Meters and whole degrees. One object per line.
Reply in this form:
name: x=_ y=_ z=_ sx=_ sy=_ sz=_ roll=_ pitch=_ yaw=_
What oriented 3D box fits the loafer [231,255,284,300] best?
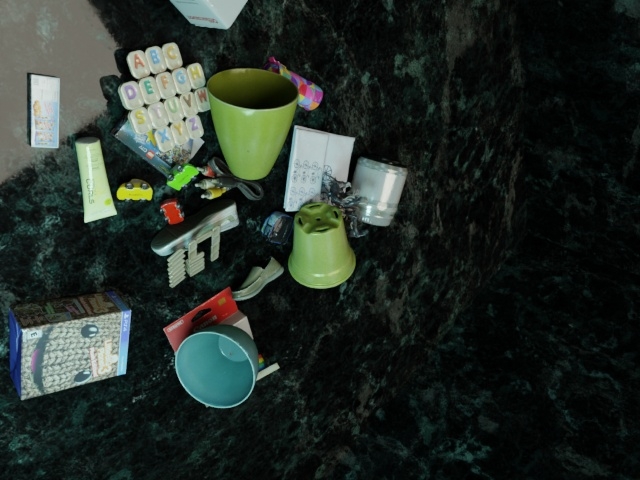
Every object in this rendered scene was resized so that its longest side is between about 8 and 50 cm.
loafer: x=-0.256 y=0.146 z=1.894 sx=0.251 sy=0.094 sz=0.087 roll=-38 pitch=110 yaw=-37

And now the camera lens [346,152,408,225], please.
camera lens: x=0.238 y=-0.222 z=2.078 sx=0.220 sy=0.219 sz=0.274 roll=-1 pitch=111 yaw=-45

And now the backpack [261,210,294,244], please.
backpack: x=-0.166 y=-0.055 z=1.864 sx=0.105 sy=0.084 sz=0.114 roll=15 pitch=105 yaw=-49

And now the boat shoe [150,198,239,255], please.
boat shoe: x=-0.407 y=-0.030 z=1.616 sx=0.320 sy=0.118 sz=0.103 roll=-37 pitch=129 yaw=-35

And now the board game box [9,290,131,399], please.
board game box: x=-0.739 y=0.300 z=1.438 sx=0.291 sy=0.141 sz=0.231 roll=-7 pitch=116 yaw=-43

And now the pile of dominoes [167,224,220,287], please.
pile of dominoes: x=-0.424 y=0.047 z=1.597 sx=0.196 sy=0.040 sz=0.251 roll=-34 pitch=164 yaw=-27

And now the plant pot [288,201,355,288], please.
plant pot: x=0.000 y=0.000 z=1.886 sx=0.276 sy=0.276 sz=0.253 roll=-35 pitch=143 yaw=-27

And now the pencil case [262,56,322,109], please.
pencil case: x=-0.098 y=-0.532 z=1.668 sx=0.236 sy=0.104 sz=0.104 roll=15 pitch=100 yaw=-49

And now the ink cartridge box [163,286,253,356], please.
ink cartridge box: x=-0.417 y=0.360 z=1.853 sx=0.296 sy=0.066 sz=0.261 roll=-33 pitch=132 yaw=-29

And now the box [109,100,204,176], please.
box: x=-0.479 y=-0.306 z=1.443 sx=0.159 sy=0.044 sz=0.233 roll=-55 pitch=138 yaw=-8

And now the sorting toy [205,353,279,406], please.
sorting toy: x=-0.330 y=0.548 z=1.937 sx=0.256 sy=0.089 sz=0.257 roll=-21 pitch=167 yaw=-34

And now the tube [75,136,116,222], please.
tube: x=-0.631 y=-0.167 z=1.359 sx=0.070 sy=0.062 sz=0.240 roll=4 pitch=120 yaw=-3

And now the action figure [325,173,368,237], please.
action figure: x=0.111 y=-0.153 z=1.922 sx=0.141 sy=0.164 sz=0.275 roll=-22 pitch=123 yaw=3

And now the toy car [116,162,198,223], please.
toy car: x=-0.461 y=-0.165 z=1.475 sx=0.225 sy=0.053 sz=0.239 roll=-36 pitch=142 yaw=18

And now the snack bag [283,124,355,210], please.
snack bag: x=0.005 y=-0.269 z=1.925 sx=0.343 sy=0.037 sz=0.322 roll=-1 pitch=102 yaw=-45

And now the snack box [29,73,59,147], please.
snack box: x=-0.699 y=-0.325 z=1.229 sx=0.064 sy=0.022 sz=0.178 roll=-7 pitch=116 yaw=-44

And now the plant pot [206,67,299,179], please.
plant pot: x=-0.217 y=-0.350 z=1.548 sx=0.275 sy=0.275 sz=0.293 roll=-27 pitch=143 yaw=-33

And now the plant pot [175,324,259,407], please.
plant pot: x=-0.339 y=0.416 z=1.739 sx=0.195 sy=0.291 sz=0.289 roll=-50 pitch=153 yaw=-69

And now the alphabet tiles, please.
alphabet tiles: x=-0.434 y=-0.410 z=1.393 sx=0.284 sy=0.021 sz=0.277 roll=-37 pitch=126 yaw=-42

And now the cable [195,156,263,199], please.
cable: x=-0.313 y=-0.205 z=1.674 sx=0.287 sy=0.072 sz=0.139 roll=1 pitch=79 yaw=-60

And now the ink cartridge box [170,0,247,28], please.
ink cartridge box: x=-0.346 y=-0.694 z=1.246 sx=0.117 sy=0.201 sz=0.278 roll=-57 pitch=139 yaw=-6
